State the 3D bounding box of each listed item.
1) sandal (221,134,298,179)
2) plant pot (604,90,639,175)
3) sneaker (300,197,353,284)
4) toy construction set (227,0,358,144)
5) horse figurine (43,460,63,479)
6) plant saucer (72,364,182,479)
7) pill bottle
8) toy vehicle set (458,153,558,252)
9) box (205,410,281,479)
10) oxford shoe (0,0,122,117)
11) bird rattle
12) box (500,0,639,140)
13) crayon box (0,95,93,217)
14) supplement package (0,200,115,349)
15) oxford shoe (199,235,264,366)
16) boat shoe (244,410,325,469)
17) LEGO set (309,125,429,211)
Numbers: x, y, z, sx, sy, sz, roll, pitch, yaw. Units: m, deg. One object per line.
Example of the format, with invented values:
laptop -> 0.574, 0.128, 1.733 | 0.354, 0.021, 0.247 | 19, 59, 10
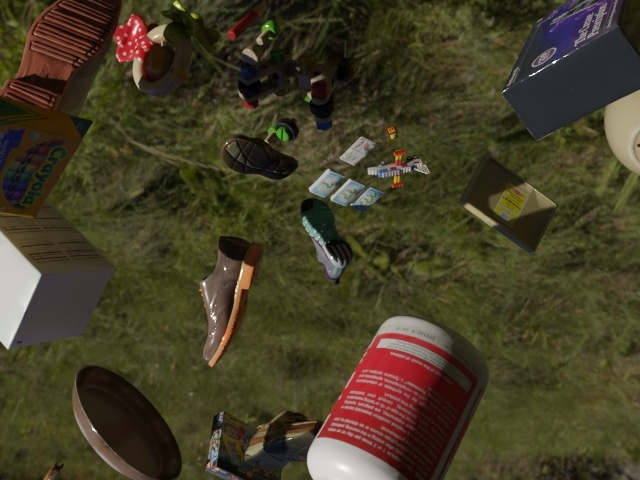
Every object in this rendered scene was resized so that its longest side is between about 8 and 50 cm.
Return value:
sandal -> -0.129, -0.182, 1.472 | 0.219, 0.090, 0.060 | 9, -127, -52
plant pot -> 0.765, -0.244, 1.552 | 0.284, 0.284, 0.191 | 28, -140, 12
sneaker -> 0.000, 0.000, 1.663 | 0.083, 0.098, 0.223 | -5, -134, -23
toy construction set -> -0.056, -0.417, 1.634 | 0.258, 0.237, 0.308 | 1, 135, 42
horse figurine -> -0.700, 0.683, 1.721 | 0.066, 0.263, 0.174 | 16, -146, -3
plant saucer -> -0.420, 0.399, 1.503 | 0.310, 0.050, 0.310 | 49, -177, -3
pill bottle -> 0.122, 0.352, 1.248 | 0.229, 0.407, 0.229 | 25, 148, 17
toy vehicle set -> 0.542, -0.105, 2.026 | 0.267, 0.166, 0.035 | 34, 166, -11
box -> -0.201, 0.585, 1.911 | 0.233, 0.044, 0.159 | 38, -144, -31
oxford shoe -> -0.529, -0.348, 1.445 | 0.141, 0.396, 0.146 | 27, 162, 3
bird rattle -> -0.363, -0.422, 1.567 | 0.254, 0.206, 0.143 | -8, 162, 24
box -> 0.396, -0.285, 1.046 | 0.103, 0.184, 0.261 | 46, -135, -13
crayon box -> -0.574, -0.151, 1.247 | 0.323, 0.203, 0.083 | 9, -143, -52
supplement package -> -0.633, 0.065, 1.532 | 0.263, 0.199, 0.198 | 39, -159, 23
oxford shoe -> -0.263, 0.160, 1.880 | 0.133, 0.363, 0.130 | 19, -171, 2
boat shoe -> -0.084, 0.478, 1.737 | 0.123, 0.324, 0.119 | 30, -128, -24
LEGO set -> 0.120, -0.150, 1.594 | 0.183, 0.244, 0.060 | 20, -140, -38
